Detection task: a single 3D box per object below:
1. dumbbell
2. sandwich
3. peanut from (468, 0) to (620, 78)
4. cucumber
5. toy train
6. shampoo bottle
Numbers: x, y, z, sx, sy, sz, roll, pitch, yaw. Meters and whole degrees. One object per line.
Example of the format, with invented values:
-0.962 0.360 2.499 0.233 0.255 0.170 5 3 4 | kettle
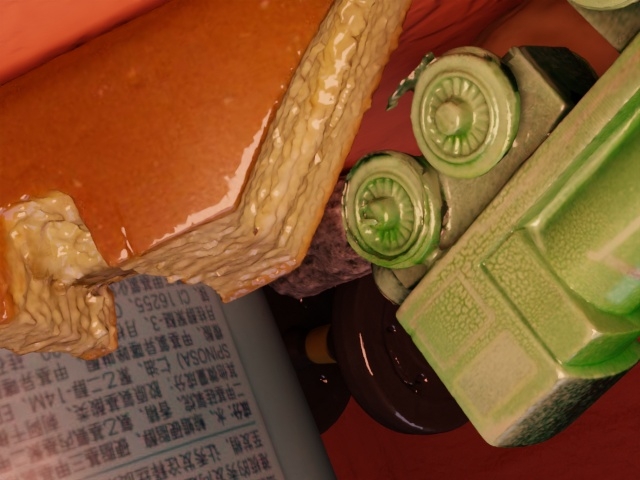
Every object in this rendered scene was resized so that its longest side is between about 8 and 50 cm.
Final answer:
0.019 0.072 0.842 0.143 0.143 0.325 -12 179 -43 | dumbbell
-0.074 -0.014 0.398 0.244 0.088 0.090 -22 171 10 | sandwich
0.200 -0.065 0.522 0.313 0.152 0.152 -19 171 -13 | peanut
0.001 -0.001 0.726 0.064 0.064 0.112 -13 171 -38 | cucumber
0.104 -0.043 0.376 0.085 0.119 0.251 -10 148 -46 | toy train
-0.143 0.189 0.623 0.331 0.343 0.331 -21 171 -3 | shampoo bottle
